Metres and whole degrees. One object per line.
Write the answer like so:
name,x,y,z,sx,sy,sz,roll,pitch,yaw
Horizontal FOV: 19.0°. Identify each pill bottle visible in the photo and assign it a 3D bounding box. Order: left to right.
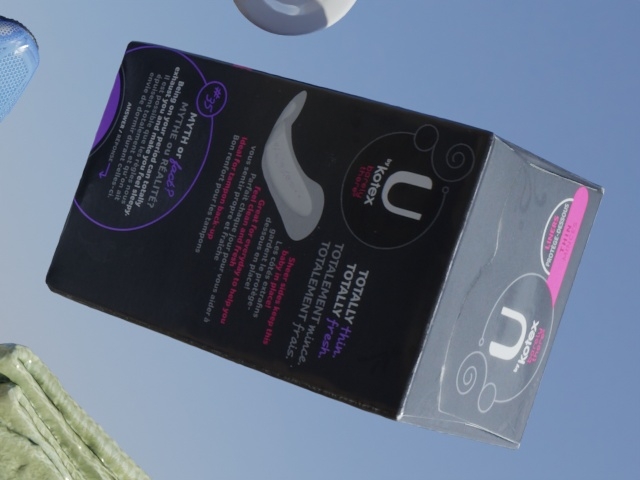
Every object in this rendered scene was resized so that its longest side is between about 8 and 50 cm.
pill bottle,-0.026,-0.196,1.201,0.152,0.086,0.086,-108,-176,-57

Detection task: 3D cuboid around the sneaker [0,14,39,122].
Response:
sneaker,-0.322,-0.038,1.512,0.147,0.330,0.130,24,-22,33

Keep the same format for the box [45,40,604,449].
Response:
box,0.000,0.000,1.117,0.270,0.165,0.143,18,-1,36

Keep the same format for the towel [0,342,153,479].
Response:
towel,-0.098,0.092,0.450,0.110,0.148,0.027,56,15,-22
